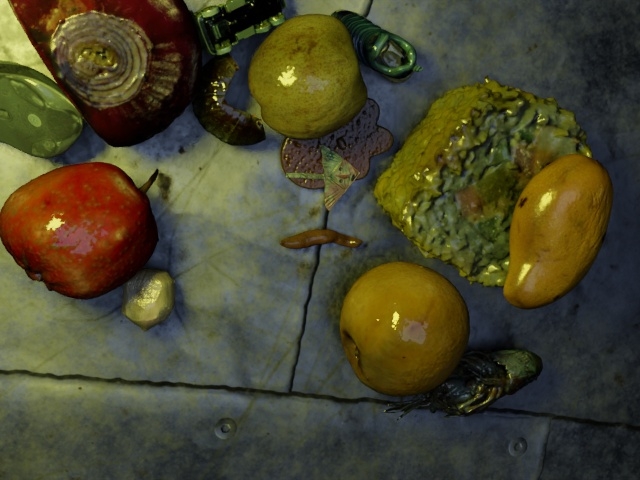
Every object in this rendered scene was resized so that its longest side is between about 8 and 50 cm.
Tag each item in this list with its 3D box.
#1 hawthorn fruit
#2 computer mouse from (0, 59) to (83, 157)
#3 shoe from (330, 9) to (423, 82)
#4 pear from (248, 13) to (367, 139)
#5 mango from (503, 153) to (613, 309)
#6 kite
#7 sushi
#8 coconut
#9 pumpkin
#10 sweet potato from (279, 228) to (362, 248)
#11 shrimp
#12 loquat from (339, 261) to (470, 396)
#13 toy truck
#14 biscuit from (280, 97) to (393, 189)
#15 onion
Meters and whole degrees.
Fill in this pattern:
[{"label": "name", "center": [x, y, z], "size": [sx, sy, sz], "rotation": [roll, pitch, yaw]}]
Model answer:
[{"label": "hawthorn fruit", "center": [-0.413, -0.040, 1.282], "size": [0.254, 0.254, 0.300], "rotation": [48, 63, -15]}, {"label": "computer mouse", "center": [-0.587, -0.257, 1.246], "size": [0.379, 0.090, 0.167], "rotation": [14, 132, 8]}, {"label": "shoe", "center": [0.108, -0.388, 1.385], "size": [0.207, 0.106, 0.092], "rotation": [28, 91, -9]}, {"label": "pear", "center": [-0.031, -0.304, 1.312], "size": [0.211, 0.188, 0.229], "rotation": [-19, 77, -6]}, {"label": "mango", "center": [0.423, -0.015, 1.267], "size": [0.177, 0.120, 0.295], "rotation": [18, 102, -20]}, {"label": "kite", "center": [0.007, -0.126, 1.424], "size": [0.152, 0.005, 0.137], "rotation": [-8, 103, -8]}, {"label": "sushi", "center": [0.341, -0.115, 1.413], "size": [0.351, 0.240, 0.397], "rotation": [35, 93, -16]}, {"label": "coconut", "center": [-0.342, 0.117, 1.372], "size": [0.110, 0.110, 0.125], "rotation": [5, 91, -13]}, {"label": "pumpkin", "center": [-0.186, -0.255, 1.335], "size": [0.107, 0.119, 0.184], "rotation": [-30, 101, -18]}, {"label": "sweet potato", "center": [0.000, -0.004, 1.457], "size": [0.179, 0.044, 0.044], "rotation": [-3, 100, -18]}, {"label": "shrimp", "center": [0.312, 0.294, 1.538], "size": [0.372, 0.137, 0.172], "rotation": [-8, 64, -18]}, {"label": "loquat", "center": [0.174, 0.170, 1.415], "size": [0.274, 0.275, 0.275], "rotation": [-2, 100, -12]}, {"label": "toy truck", "center": [-0.161, -0.423, 1.315], "size": [0.191, 0.116, 0.085], "rotation": [-36, 124, -22]}, {"label": "biscuit", "center": [0.029, -0.196, 1.433], "size": [0.236, 0.039, 0.180], "rotation": [-26, 106, -6]}, {"label": "onion", "center": [-0.345, -0.344, 1.200], "size": [0.260, 0.282, 0.337], "rotation": [-31, 105, -1]}]
